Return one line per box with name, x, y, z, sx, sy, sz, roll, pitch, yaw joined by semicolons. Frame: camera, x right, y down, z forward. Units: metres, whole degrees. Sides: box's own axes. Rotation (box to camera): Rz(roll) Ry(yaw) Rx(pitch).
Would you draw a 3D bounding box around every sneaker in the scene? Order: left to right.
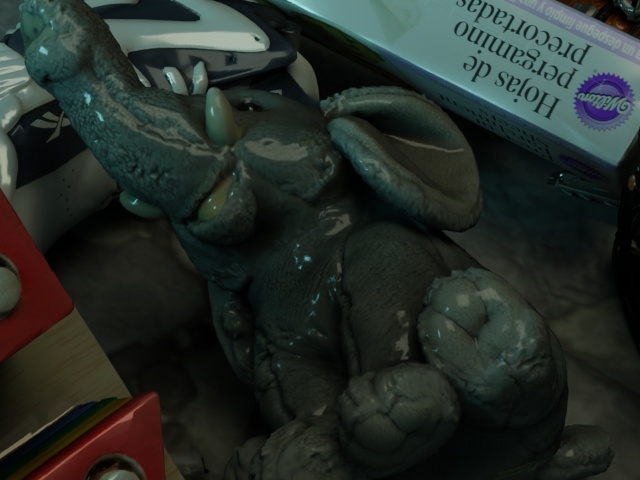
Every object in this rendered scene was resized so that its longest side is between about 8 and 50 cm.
sneaker;-0.072;-0.055;0.868;0.153;0.094;0.235;10;31;6

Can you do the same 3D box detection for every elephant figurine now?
elephant figurine;0.000;0.000;0.774;0.169;0.186;0.239;-24;61;-9

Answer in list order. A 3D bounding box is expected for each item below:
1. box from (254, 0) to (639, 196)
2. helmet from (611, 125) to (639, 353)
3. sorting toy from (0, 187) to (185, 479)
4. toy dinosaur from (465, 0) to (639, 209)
box;0.029;-0.126;0.937;0.324;0.067;0.063;29;86;17
helmet;0.229;-0.004;0.858;0.161;0.169;0.169;-9;45;-4
sorting toy;-0.154;0.099;0.552;0.257;0.089;0.255;-37;101;-31
toy dinosaur;0.223;-0.098;0.998;0.322;0.164;0.218;22;65;-13
